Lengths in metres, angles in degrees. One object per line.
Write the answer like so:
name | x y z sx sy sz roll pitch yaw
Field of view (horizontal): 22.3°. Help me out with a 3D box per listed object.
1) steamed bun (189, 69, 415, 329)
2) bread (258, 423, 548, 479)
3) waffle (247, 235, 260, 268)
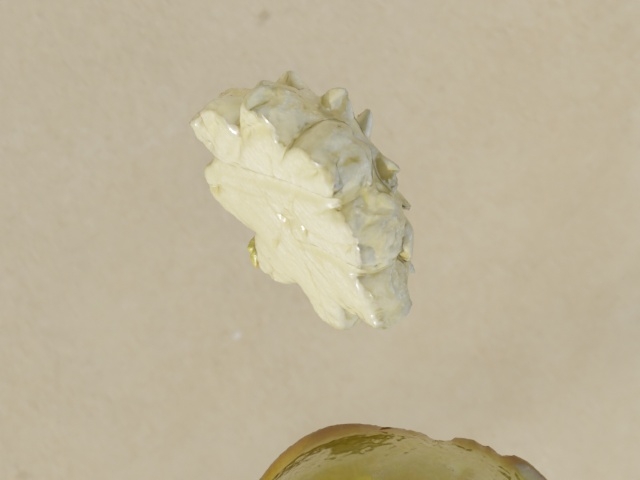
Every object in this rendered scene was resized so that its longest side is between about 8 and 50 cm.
steamed bun | 0.007 -0.044 1.665 0.137 0.295 0.292 -39 161 -25
bread | 0.056 0.261 1.161 0.270 0.270 0.148 -53 176 13
waffle | -0.003 -0.001 2.032 0.191 0.191 0.038 -17 106 -25
